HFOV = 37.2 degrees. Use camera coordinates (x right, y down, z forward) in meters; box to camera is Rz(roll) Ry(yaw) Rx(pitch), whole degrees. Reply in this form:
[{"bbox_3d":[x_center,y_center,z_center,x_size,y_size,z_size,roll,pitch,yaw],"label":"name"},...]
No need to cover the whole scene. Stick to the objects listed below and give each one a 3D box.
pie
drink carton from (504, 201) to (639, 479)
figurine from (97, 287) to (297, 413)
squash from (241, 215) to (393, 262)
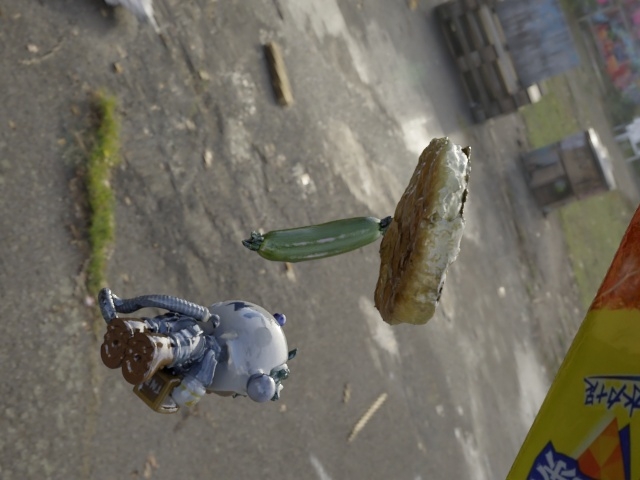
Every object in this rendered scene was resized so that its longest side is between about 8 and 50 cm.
[{"bbox_3d":[0.166,-0.011,1.545,0.339,0.083,0.340,-163,-90,-84],"label":"pie"},{"bbox_3d":[0.239,0.140,0.656,0.111,0.351,0.154,16,13,-35],"label":"drink carton"},{"bbox_3d":[-0.192,0.196,1.601,0.261,0.186,0.382,41,20,29],"label":"figurine"},{"bbox_3d":[0.000,0.000,1.852,0.080,0.318,0.071,167,-86,-73],"label":"squash"}]
